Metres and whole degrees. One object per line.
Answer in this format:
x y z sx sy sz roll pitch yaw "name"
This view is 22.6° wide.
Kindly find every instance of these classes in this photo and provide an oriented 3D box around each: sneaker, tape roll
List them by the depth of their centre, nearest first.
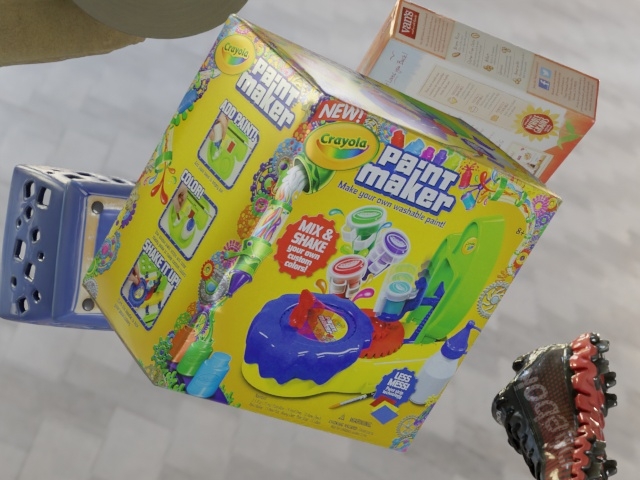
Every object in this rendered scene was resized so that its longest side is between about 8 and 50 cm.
-0.162 -0.309 1.591 0.219 0.219 0.072 20 40 -12 "tape roll"
0.252 0.216 1.737 0.135 0.098 0.276 -6 40 15 "sneaker"

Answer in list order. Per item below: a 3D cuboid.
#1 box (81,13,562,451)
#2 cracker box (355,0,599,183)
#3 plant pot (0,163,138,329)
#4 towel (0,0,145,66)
0.000 0.000 1.397 0.290 0.279 0.177 19 17 -38 "box"
0.152 -0.143 1.672 0.232 0.156 0.067 20 52 -11 "cracker box"
-0.314 0.019 2.316 0.236 0.236 0.212 6 0 -33 "plant pot"
-0.312 -0.277 1.657 0.282 0.187 0.049 -11 6 -39 "towel"
